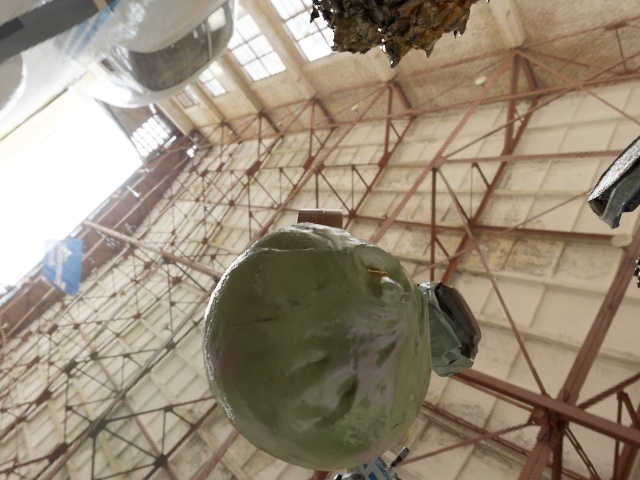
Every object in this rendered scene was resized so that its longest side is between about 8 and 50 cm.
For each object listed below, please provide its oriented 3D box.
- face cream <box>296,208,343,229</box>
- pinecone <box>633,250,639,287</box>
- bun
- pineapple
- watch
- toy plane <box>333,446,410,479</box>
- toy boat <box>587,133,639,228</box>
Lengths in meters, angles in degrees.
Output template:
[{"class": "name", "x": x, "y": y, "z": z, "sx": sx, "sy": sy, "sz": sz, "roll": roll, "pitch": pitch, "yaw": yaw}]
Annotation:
[{"class": "face cream", "x": 0.000, "y": 0.000, "z": 1.038, "sx": 0.104, "sy": 0.149, "sz": 0.149, "roll": 1, "pitch": -141, "yaw": 3}, {"class": "pinecone", "x": 0.776, "y": 0.069, "z": 0.918, "sx": 0.179, "sy": 0.184, "sz": 0.204, "roll": -6, "pitch": -152, "yaw": -14}, {"class": "bun", "x": 0.016, "y": 0.098, "z": 0.487, "sx": 0.179, "sy": 0.283, "sz": 0.283, "roll": -50, "pitch": -168, "yaw": 54}, {"class": "pineapple", "x": 0.045, "y": -0.187, "z": 0.313, "sx": 0.176, "sy": 0.161, "sz": 0.136, "roll": 97, "pitch": 17, "yaw": -79}, {"class": "watch", "x": 0.301, "y": 0.224, "z": 1.147, "sx": 0.162, "sy": 0.241, "sz": 0.253, "roll": -36, "pitch": -120, "yaw": 21}, {"class": "toy plane", "x": 0.064, "y": 0.382, "z": 0.791, "sx": 0.107, "sy": 0.273, "sz": 0.182, "roll": -26, "pitch": -178, "yaw": -41}, {"class": "toy boat", "x": 0.640, "y": -0.124, "z": 0.864, "sx": 0.114, "sy": 0.115, "sz": 0.262, "roll": -55, "pitch": 171, "yaw": -43}]
